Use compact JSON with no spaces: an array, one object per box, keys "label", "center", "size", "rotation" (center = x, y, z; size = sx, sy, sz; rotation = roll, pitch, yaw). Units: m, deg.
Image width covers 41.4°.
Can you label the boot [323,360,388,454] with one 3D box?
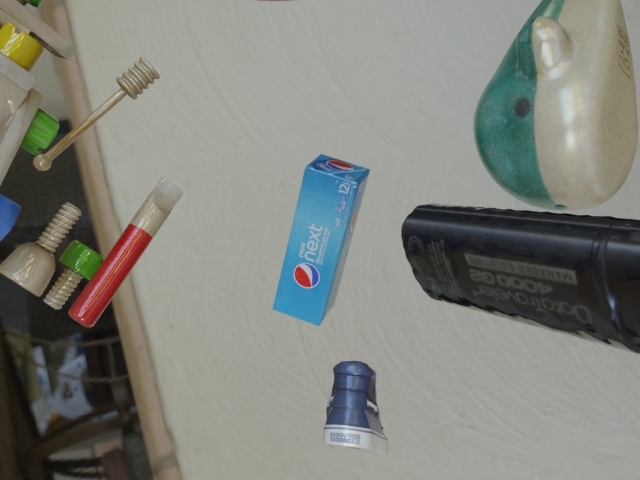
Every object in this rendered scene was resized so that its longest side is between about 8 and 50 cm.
[{"label":"boot","center":[0.042,0.182,0.911],"size":[0.190,0.069,0.086],"rotation":[77,-160,-74]}]

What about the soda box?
[{"label":"soda box","center":[0.000,0.000,1.102],"size":[0.067,0.071,0.210],"rotation":[-48,-25,-64]}]

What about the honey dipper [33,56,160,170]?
[{"label":"honey dipper","center":[-0.238,-0.130,0.891],"size":[0.030,0.161,0.030],"rotation":[47,173,7]}]

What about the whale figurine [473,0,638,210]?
[{"label":"whale figurine","center":[0.229,-0.165,0.838],"size":[0.141,0.216,0.271],"rotation":[0,81,36]}]

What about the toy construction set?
[{"label":"toy construction set","center":[-0.253,-0.108,0.701],"size":[0.309,0.237,0.257],"rotation":[36,166,-10]}]

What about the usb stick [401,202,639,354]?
[{"label":"usb stick","center":[0.136,0.019,0.485],"size":[0.278,0.045,0.077],"rotation":[10,126,63]}]
